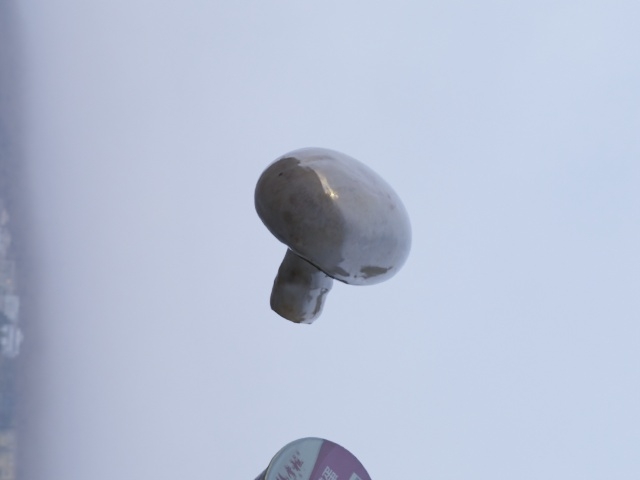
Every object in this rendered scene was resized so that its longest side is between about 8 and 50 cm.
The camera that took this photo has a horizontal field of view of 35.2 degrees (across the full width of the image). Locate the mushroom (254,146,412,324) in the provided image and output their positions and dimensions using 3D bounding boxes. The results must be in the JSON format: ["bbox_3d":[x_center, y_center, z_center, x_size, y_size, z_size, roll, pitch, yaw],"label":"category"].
[{"bbox_3d":[0.010,-0.013,1.248,0.209,0.206,0.206,111,-29,-48],"label":"mushroom"}]

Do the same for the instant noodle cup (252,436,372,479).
[{"bbox_3d":[-0.040,0.475,1.724,0.178,0.234,0.235,-39,-130,45],"label":"instant noodle cup"}]
